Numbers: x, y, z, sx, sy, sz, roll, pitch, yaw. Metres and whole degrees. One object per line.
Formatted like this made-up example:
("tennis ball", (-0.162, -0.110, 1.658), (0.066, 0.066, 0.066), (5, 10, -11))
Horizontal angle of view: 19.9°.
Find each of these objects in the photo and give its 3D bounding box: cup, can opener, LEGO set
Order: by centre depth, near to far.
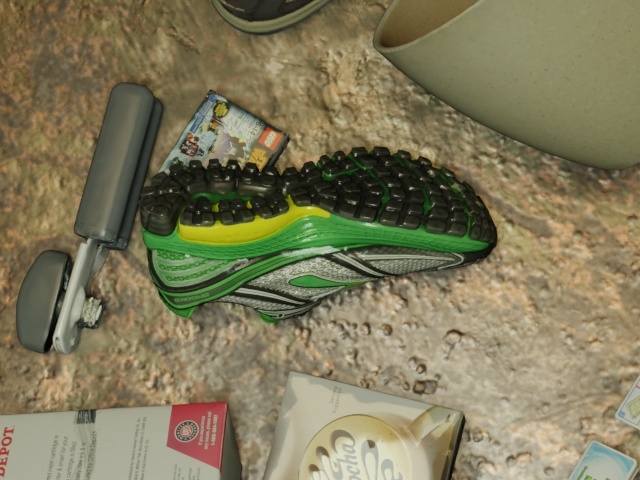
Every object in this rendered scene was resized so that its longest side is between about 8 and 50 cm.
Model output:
("LEGO set", (0.351, 0.180, 1.674), (0.182, 0.060, 0.244), (26, 69, 27))
("cup", (0.247, -0.204, 1.679), (0.331, 0.331, 0.237), (-43, 105, -2))
("can opener", (-0.228, -0.021, 1.798), (0.093, 0.074, 0.280), (17, 83, 10))

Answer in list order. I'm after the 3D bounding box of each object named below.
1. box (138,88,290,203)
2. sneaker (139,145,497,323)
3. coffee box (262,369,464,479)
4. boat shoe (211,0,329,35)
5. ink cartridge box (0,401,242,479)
("box", (-0.105, -0.069, 1.815), (0.094, 0.027, 0.137), (31, 85, 9))
("sneaker", (0.000, 0.000, 1.758), (0.343, 0.146, 0.134), (-1, 36, -4))
("coffee box", (0.020, 0.286, 1.697), (0.168, 0.119, 0.297), (14, 83, 8))
("boat shoe", (0.043, -0.330, 1.788), (0.355, 0.130, 0.132), (-38, 79, -1))
("ink cartridge box", (-0.201, 0.249, 1.699), (0.237, 0.100, 0.172), (-4, 41, 6))
